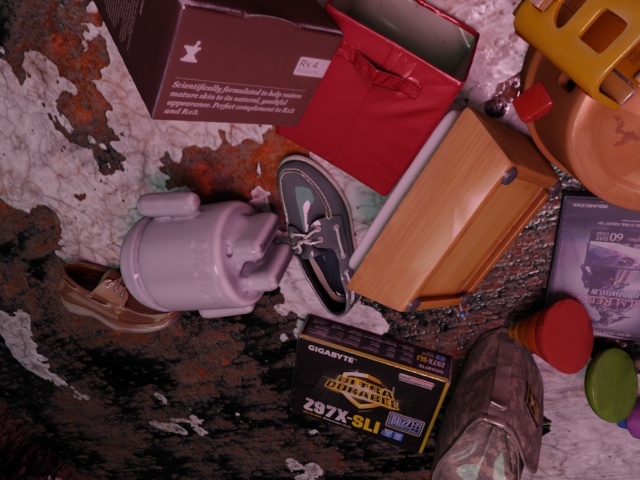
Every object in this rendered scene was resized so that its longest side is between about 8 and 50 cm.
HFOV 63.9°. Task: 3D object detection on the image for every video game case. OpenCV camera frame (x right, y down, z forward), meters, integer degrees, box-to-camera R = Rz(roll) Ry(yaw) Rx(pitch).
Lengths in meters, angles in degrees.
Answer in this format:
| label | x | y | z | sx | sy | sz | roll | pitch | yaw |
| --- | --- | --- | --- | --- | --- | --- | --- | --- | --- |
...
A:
| label | x | y | z | sx | sy | sz | roll | pitch | yaw |
| --- | --- | --- | --- | --- | --- | --- | --- | --- | --- |
| video game case | 0.482 | 0.050 | 0.837 | 0.196 | 0.026 | 0.274 | 5 | 123 | 18 |

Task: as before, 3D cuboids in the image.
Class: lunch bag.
| label | x | y | z | sx | sy | sz | roll | pitch | yaw |
| --- | --- | --- | --- | --- | --- | --- | --- | --- | --- |
| lunch bag | 0.320 | 0.336 | 0.959 | 0.169 | 0.235 | 0.287 | 16 | 127 | 17 |

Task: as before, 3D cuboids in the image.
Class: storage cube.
| label | x | y | z | sx | sy | sz | roll | pitch | yaw |
| --- | --- | --- | --- | --- | --- | --- | --- | --- | --- |
| storage cube | 0.076 | -0.213 | 0.698 | 0.183 | 0.215 | 0.193 | 30 | 134 | -1 |

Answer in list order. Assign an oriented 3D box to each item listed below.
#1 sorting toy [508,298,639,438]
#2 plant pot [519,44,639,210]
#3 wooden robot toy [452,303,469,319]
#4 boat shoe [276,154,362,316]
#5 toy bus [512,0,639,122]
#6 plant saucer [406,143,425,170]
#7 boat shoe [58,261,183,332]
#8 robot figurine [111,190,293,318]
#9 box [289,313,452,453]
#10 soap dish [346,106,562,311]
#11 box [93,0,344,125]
| label | x | y | z | sx | sy | sz | roll | pitch | yaw |
| --- | --- | --- | --- | --- | --- | --- | --- | --- | --- |
| sorting toy | 0.465 | 0.239 | 0.927 | 0.365 | 0.127 | 0.126 | 42 | 158 | -19 |
| plant pot | 0.395 | -0.167 | 0.611 | 0.290 | 0.203 | 0.291 | 9 | 126 | 14 |
| wooden robot toy | 0.233 | 0.065 | 0.932 | 0.079 | 0.076 | 0.173 | -44 | 103 | 1 |
| boat shoe | 0.000 | 0.000 | 0.938 | 0.116 | 0.099 | 0.319 | -9 | 119 | 26 |
| toy bus | 0.243 | -0.223 | 0.493 | 0.202 | 0.104 | 0.191 | 4 | 91 | 47 |
| plant saucer | 0.198 | -0.105 | 0.841 | 0.119 | 0.021 | 0.119 | 10 | 125 | 15 |
| boat shoe | -0.474 | 0.125 | 1.192 | 0.324 | 0.123 | 0.116 | 9 | 123 | 13 |
| robot figurine | -0.234 | 0.033 | 0.985 | 0.353 | 0.200 | 0.300 | -7 | 121 | 25 |
| box | 0.099 | 0.319 | 1.132 | 0.322 | 0.079 | 0.257 | 16 | 128 | 10 |
| soap dish | 0.196 | -0.026 | 0.735 | 0.118 | 0.229 | 0.291 | 47 | 117 | 33 |
| box | -0.157 | -0.311 | 0.613 | 0.381 | 0.191 | 0.143 | 58 | 135 | 29 |
